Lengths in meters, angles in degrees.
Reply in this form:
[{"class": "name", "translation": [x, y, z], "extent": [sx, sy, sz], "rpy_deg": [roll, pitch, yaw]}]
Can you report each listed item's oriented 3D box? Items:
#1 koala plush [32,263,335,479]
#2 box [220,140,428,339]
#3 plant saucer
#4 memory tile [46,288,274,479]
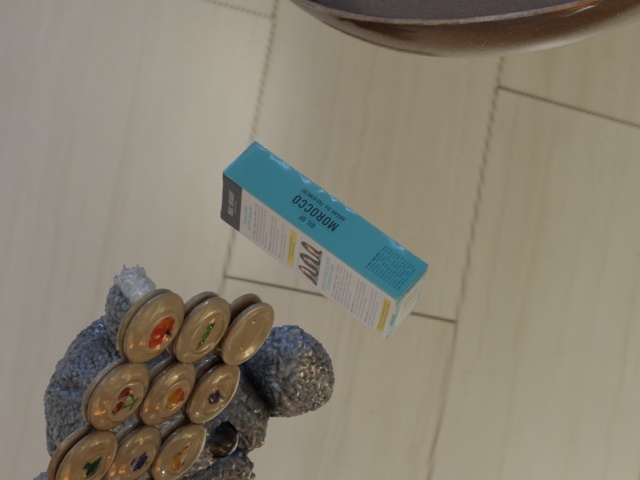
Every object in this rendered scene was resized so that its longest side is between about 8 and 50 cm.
[{"class": "koala plush", "translation": [-0.123, 0.120, 0.957], "extent": [0.203, 0.221, 0.196], "rpy_deg": [21, 84, 13]}, {"class": "box", "translation": [0.000, 0.000, 1.538], "extent": [0.244, 0.100, 0.060], "rpy_deg": [36, 63, 15]}, {"class": "plant saucer", "translation": [0.116, -0.189, 0.802], "extent": [0.310, 0.310, 0.050], "rpy_deg": [-33, 129, -19]}, {"class": "memory tile", "translation": [-0.083, 0.089, 0.672], "extent": [0.113, 0.012, 0.148], "rpy_deg": [10, 111, -60]}]
